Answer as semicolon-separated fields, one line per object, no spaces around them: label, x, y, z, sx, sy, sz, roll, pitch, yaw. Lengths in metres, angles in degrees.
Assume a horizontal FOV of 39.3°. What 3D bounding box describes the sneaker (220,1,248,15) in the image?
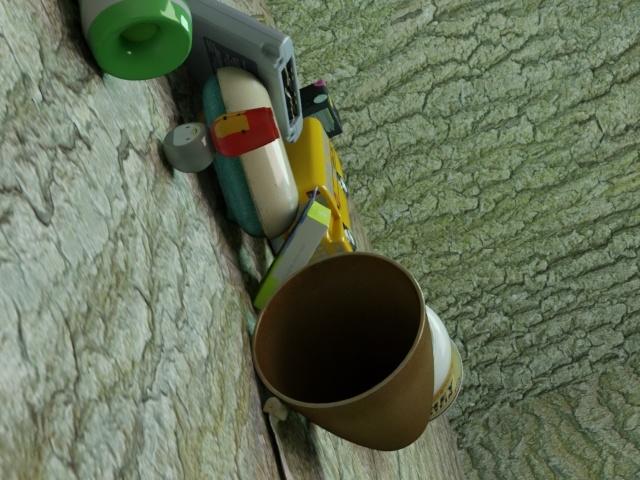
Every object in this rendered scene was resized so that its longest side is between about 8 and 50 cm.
sneaker;-0.168;-0.320;1.692;0.145;0.090;0.270;21;58;-52

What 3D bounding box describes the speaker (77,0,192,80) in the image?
speaker;-0.238;-0.338;1.060;0.131;0.131;0.296;53;17;-63

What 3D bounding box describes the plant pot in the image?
plant pot;0.063;0.182;1.245;0.254;0.237;0.237;60;11;-47

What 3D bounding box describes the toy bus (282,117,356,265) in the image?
toy bus;-0.020;-0.077;1.529;0.333;0.108;0.130;-94;159;-58

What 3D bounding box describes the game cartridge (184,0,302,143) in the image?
game cartridge;-0.128;-0.270;1.417;0.196;0.060;0.294;25;-18;11

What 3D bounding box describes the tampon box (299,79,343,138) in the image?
tampon box;-0.041;-0.300;2.195;0.120;0.161;0.101;-103;168;-54

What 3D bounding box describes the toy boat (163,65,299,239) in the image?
toy boat;-0.127;-0.128;1.274;0.318;0.148;0.267;68;6;-87

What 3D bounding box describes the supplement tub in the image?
supplement tub;0.150;0.235;1.751;0.316;0.228;0.228;50;20;-66

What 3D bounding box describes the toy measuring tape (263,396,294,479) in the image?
toy measuring tape;0.025;0.326;1.053;0.121;0.121;0.330;55;15;-60

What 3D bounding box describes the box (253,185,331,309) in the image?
box;-0.036;0.014;1.318;0.042;0.178;0.109;30;14;-6

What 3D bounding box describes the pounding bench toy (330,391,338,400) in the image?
pounding bench toy;0.009;0.251;1.381;0.065;0.052;0.083;-102;168;-51

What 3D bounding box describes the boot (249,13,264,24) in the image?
boot;-0.162;-0.416;1.936;0.305;0.112;0.115;-53;131;-84

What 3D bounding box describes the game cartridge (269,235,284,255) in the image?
game cartridge;-0.057;-0.024;1.714;0.297;0.062;0.198;-59;131;-81
